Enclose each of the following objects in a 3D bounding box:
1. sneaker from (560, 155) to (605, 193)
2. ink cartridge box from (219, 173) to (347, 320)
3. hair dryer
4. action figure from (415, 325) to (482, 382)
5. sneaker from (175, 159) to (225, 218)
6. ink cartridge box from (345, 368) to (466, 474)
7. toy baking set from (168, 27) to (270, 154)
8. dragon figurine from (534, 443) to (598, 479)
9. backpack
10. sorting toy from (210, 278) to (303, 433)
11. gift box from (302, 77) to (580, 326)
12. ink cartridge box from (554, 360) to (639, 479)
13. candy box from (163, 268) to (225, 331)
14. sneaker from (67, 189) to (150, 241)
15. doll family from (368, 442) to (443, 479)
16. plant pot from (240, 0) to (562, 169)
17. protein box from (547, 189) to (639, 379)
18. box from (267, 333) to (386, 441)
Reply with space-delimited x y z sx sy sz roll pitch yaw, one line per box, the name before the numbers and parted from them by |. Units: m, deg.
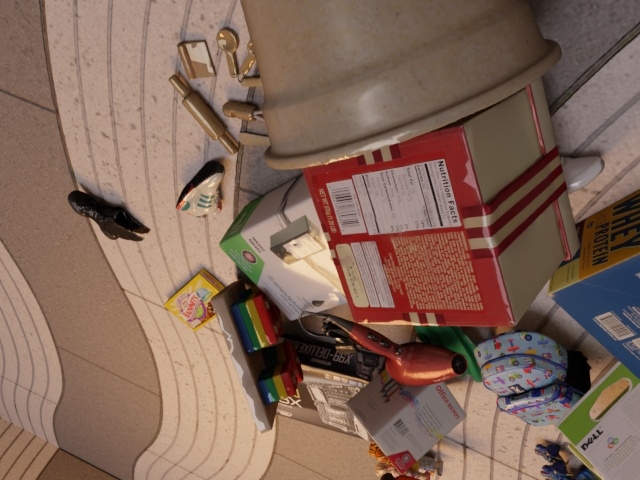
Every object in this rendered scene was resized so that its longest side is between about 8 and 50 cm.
sneaker | 0.302 -0.093 0.773 0.152 0.054 0.061 -12 117 38
ink cartridge box | 0.000 0.000 0.975 0.289 0.122 0.211 -24 116 42
hair dryer | 0.117 0.204 1.014 0.293 0.080 0.223 6 162 26
action figure | 0.226 0.165 1.046 0.137 0.064 0.232 -7 129 36
sneaker | -0.207 -0.090 1.067 0.075 0.057 0.161 31 139 -25
ink cartridge box | 0.169 0.336 1.130 0.128 0.176 0.127 56 171 -25
toy baking set | -0.128 -0.218 0.913 0.196 0.030 0.256 -17 119 39
dragon figurine | 0.561 0.530 1.181 0.289 0.085 0.144 27 137 6
backpack | 0.353 0.230 0.971 0.173 0.117 0.158 32 141 -25
sorting toy | -0.109 0.202 1.120 0.089 0.255 0.257 -20 92 1
gift box | 0.146 -0.058 0.720 0.276 0.258 0.255 0 112 42
ink cartridge box | 0.492 0.293 0.922 0.189 0.097 0.255 -44 104 0
candy box | -0.286 0.145 1.339 0.105 0.027 0.206 44 135 -9
sneaker | -0.461 -0.056 1.237 0.089 0.051 0.170 -20 122 40
doll family | 0.197 0.529 1.363 0.163 0.119 0.263 11 166 4
plant pot | 0.038 -0.282 0.586 0.333 0.334 0.306 -10 112 35
protein box | 0.457 0.050 0.757 0.199 0.136 0.201 40 136 -10
box | 0.003 0.339 1.320 0.307 0.077 0.243 9 132 21
